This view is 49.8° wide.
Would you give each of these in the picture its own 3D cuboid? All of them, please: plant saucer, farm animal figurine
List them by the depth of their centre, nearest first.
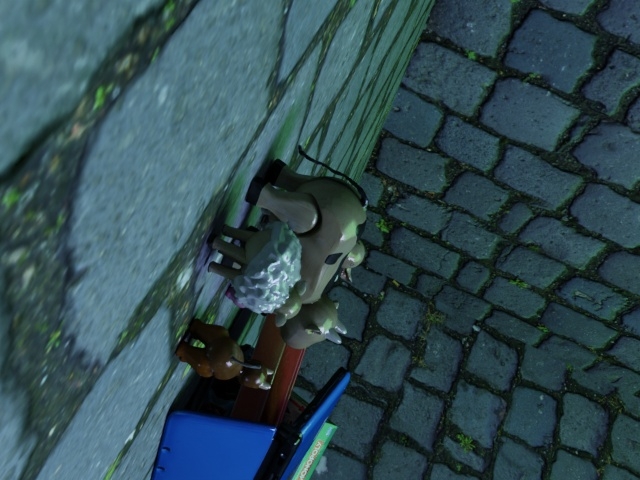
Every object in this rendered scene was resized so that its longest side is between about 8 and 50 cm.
[{"bbox_3d":[-0.024,0.037,0.876,0.330,0.172,0.327,-61,175,-45],"label":"farm animal figurine"},{"bbox_3d":[-0.085,0.251,1.269,0.258,0.047,0.259,78,30,-66],"label":"plant saucer"}]

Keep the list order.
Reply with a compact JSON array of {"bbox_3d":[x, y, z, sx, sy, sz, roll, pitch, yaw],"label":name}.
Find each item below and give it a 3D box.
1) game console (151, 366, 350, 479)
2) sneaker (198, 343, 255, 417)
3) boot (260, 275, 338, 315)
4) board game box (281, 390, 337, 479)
[{"bbox_3d":[-0.116,0.313,1.113,0.250,0.173,0.293,-43,164,-44],"label":"game console"},{"bbox_3d":[-0.185,0.305,1.230,0.125,0.104,0.262,74,32,-73],"label":"sneaker"},{"bbox_3d":[-0.089,0.126,1.521,0.176,0.088,0.244,-30,175,-34],"label":"boot"},{"bbox_3d":[-0.120,0.393,1.402,0.317,0.046,0.213,24,-96,51],"label":"board game box"}]
